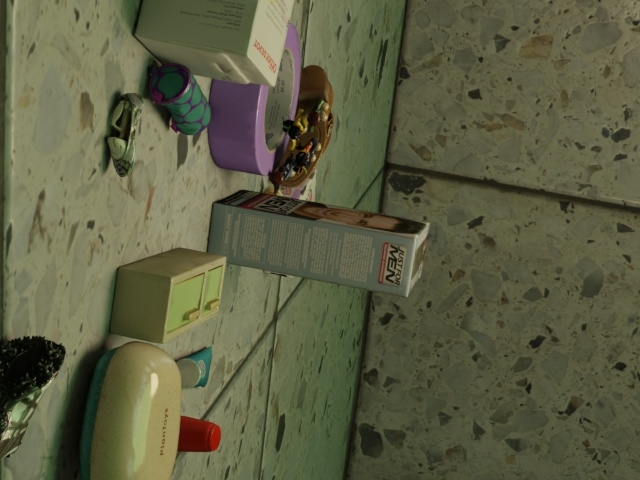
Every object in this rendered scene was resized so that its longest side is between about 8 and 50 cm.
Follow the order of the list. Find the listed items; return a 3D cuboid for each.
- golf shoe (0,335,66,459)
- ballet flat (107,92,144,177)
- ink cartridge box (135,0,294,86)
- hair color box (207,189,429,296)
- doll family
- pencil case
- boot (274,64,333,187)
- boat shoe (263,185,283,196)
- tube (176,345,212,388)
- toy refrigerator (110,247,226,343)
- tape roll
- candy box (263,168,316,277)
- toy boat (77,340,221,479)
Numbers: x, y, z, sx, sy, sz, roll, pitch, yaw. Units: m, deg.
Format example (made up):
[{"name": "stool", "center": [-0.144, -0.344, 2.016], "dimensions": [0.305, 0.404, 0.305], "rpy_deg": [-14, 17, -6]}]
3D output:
[{"name": "golf shoe", "center": [-0.359, 0.188, 1.279], "dimensions": [0.198, 0.077, 0.094], "rpy_deg": [-55, 165, -49]}, {"name": "ballet flat", "center": [-0.266, -0.143, 1.507], "dimensions": [0.041, 0.041, 0.114], "rpy_deg": [10, 91, -79]}, {"name": "ink cartridge box", "center": [-0.136, -0.357, 1.588], "dimensions": [0.171, 0.168, 0.233], "rpy_deg": [37, 64, -77]}, {"name": "hair color box", "center": [0.000, 0.000, 2.080], "dimensions": [0.185, 0.374, 0.114], "rpy_deg": [-40, 139, -73]}, {"name": "doll family", "center": [-0.041, -0.171, 2.045], "dimensions": [0.111, 0.076, 0.193], "rpy_deg": [-63, 164, -70]}, {"name": "pencil case", "center": [-0.206, -0.206, 1.656], "dimensions": [0.070, 0.064, 0.152], "rpy_deg": [-39, 164, -3]}, {"name": "boot", "center": [-0.031, -0.224, 2.476], "dimensions": [0.220, 0.109, 0.283], "rpy_deg": [75, 21, -74]}, {"name": "boat shoe", "center": [-0.104, -0.048, 2.355], "dimensions": [0.045, 0.050, 0.135], "rpy_deg": [-72, 168, -56]}, {"name": "tube", "center": [-0.223, 0.235, 2.053], "dimensions": [0.207, 0.052, 0.080], "rpy_deg": [32, 74, -84]}, {"name": "toy refrigerator", "center": [-0.227, 0.081, 1.753], "dimensions": [0.269, 0.094, 0.102], "rpy_deg": [-25, 125, -77]}, {"name": "tape roll", "center": [-0.114, -0.257, 2.011], "dimensions": [0.275, 0.090, 0.275], "rpy_deg": [10, 90, -79]}, {"name": "candy box", "center": [-0.066, -0.044, 2.497], "dimensions": [0.165, 0.070, 0.196], "rpy_deg": [-62, 161, -55]}, {"name": "toy boat", "center": [-0.271, 0.287, 1.674], "dimensions": [0.318, 0.148, 0.268], "rpy_deg": [30, 66, -70]}]
